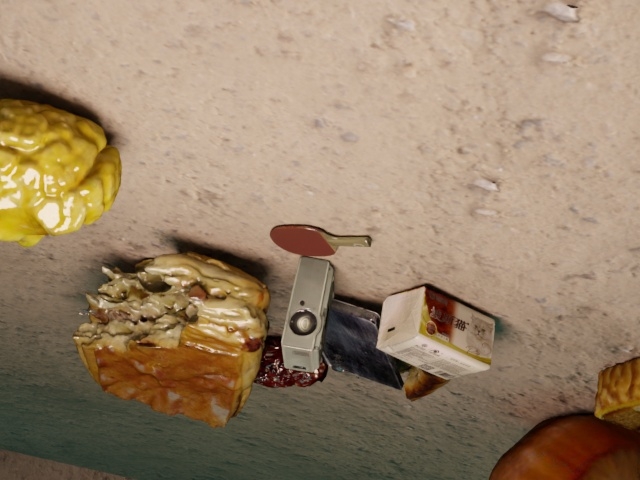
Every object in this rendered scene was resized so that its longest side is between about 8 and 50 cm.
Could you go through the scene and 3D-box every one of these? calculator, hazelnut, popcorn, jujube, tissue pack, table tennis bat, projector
[{"bbox_3d":[0.052,0.174,1.728,0.161,0.021,0.262,16,152,24],"label":"calculator"},{"bbox_3d":[0.501,0.479,1.890,0.365,0.366,0.366,11,156,5],"label":"hazelnut"},{"bbox_3d":[-0.373,-0.096,1.283,0.200,0.225,0.203,68,171,-23],"label":"popcorn"},{"bbox_3d":[-0.065,0.230,1.894,0.165,0.104,0.104,4,154,12],"label":"jujube"},{"bbox_3d":[0.180,0.144,1.578,0.148,0.099,0.106,27,150,-27],"label":"tissue pack"},{"bbox_3d":[0.000,0.000,1.467,0.156,0.013,0.087,1,151,28],"label":"table tennis bat"},{"bbox_3d":[-0.017,0.114,1.555,0.061,0.147,0.115,8,156,6],"label":"projector"}]

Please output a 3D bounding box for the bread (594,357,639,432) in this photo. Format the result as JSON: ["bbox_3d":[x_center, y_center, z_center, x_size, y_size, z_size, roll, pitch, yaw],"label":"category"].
[{"bbox_3d":[0.562,0.253,1.636,0.181,0.096,0.222,22,155,-13],"label":"bread"}]

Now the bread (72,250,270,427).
[{"bbox_3d":[-0.230,0.132,1.661,0.314,0.192,0.370,17,144,5],"label":"bread"}]

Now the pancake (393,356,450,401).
[{"bbox_3d":[0.161,0.214,1.788,0.212,0.056,0.257,-11,145,45],"label":"pancake"}]

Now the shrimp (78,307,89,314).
[{"bbox_3d":[-0.388,0.155,1.937,0.056,0.065,0.165,-40,124,22],"label":"shrimp"}]
